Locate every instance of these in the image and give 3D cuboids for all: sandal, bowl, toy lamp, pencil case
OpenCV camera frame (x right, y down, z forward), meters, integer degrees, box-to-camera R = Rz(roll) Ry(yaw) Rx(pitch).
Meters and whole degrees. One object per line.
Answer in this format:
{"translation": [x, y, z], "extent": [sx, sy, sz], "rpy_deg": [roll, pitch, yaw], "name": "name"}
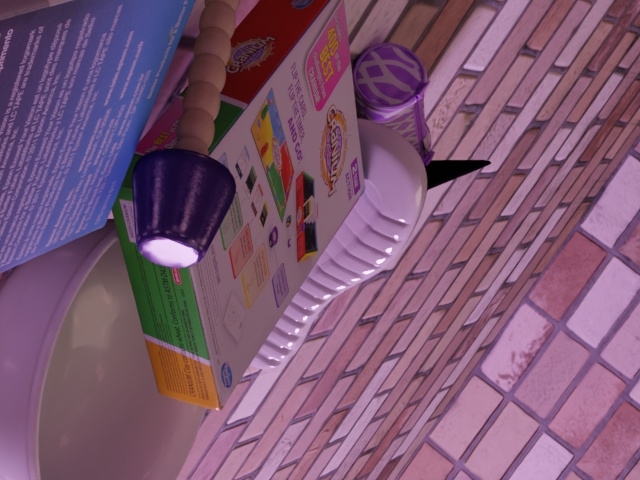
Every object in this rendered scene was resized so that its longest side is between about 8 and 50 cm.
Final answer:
{"translation": [-0.011, -0.011, 1.671], "extent": [0.102, 0.169, 0.416], "rpy_deg": [-46, 179, -43], "name": "sandal"}
{"translation": [-0.212, 0.105, 1.337], "extent": [0.298, 0.134, 0.298], "rpy_deg": [-45, 141, -52], "name": "bowl"}
{"translation": [-0.088, -0.108, 1.169], "extent": [0.080, 0.080, 0.275], "rpy_deg": [98, 3, -59], "name": "toy lamp"}
{"translation": [0.084, -0.145, 1.756], "extent": [0.086, 0.088, 0.206], "rpy_deg": [-51, 163, -10], "name": "pencil case"}

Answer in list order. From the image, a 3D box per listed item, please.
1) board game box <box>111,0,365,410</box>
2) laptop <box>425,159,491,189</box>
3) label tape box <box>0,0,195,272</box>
{"translation": [-0.060, -0.047, 1.359], "extent": [0.316, 0.064, 0.242], "rpy_deg": [-56, 149, -42], "name": "board game box"}
{"translation": [0.045, -0.009, 1.847], "extent": [0.234, 0.136, 0.264], "rpy_deg": [-22, 146, -58], "name": "laptop"}
{"translation": [-0.248, -0.078, 0.987], "extent": [0.347, 0.115, 0.249], "rpy_deg": [-27, 151, -50], "name": "label tape box"}
